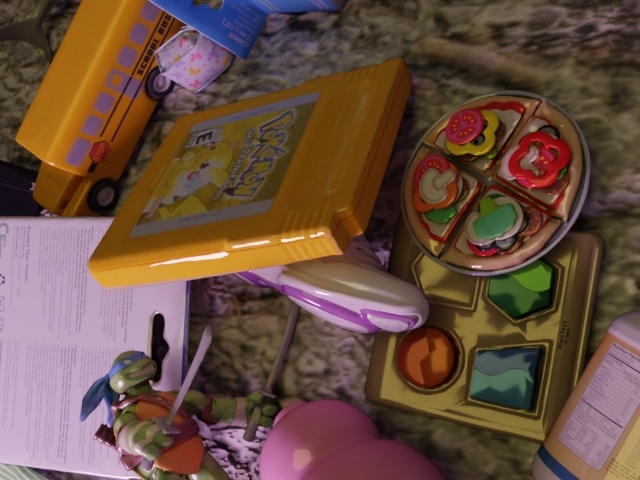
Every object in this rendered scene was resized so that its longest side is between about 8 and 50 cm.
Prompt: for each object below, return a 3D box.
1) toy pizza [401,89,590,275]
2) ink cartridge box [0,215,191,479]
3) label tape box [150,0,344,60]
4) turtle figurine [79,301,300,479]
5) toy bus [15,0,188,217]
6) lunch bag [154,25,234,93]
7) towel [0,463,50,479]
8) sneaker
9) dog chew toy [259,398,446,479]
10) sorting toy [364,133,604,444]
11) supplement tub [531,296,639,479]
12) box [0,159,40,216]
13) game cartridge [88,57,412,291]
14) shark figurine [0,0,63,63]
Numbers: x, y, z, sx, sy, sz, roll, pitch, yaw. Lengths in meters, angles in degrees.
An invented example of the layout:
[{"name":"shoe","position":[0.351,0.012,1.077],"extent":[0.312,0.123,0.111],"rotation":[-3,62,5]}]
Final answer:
[{"name":"toy pizza","position":[0.169,-0.064,0.808],"extent":[0.201,0.032,0.201],"rotation":[-11,67,29]},{"name":"ink cartridge box","position":[-0.302,0.132,1.034],"extent":[0.330,0.071,0.324],"rotation":[1,86,19]},{"name":"label tape box","position":[-0.039,-0.382,0.902],"extent":[0.115,0.249,0.348],"rotation":[34,98,32]},{"name":"turtle figurine","position":[-0.112,0.222,0.845],"extent":[0.274,0.198,0.266],"rotation":[-21,86,0]},{"name":"toy bus","position":[-0.305,-0.191,1.091],"extent":[0.108,0.130,0.333],"rotation":[32,97,32]},{"name":"lunch bag","position":[-0.164,-0.245,1.054],"extent":[0.083,0.071,0.053],"rotation":[-32,61,24]},{"name":"towel","position":[-0.381,0.446,1.046],"extent":[0.325,0.038,0.248],"rotation":[22,91,28]},{"name":"sneaker","position":[0.000,0.000,0.865],"extent":[0.305,0.114,0.152],"rotation":[23,80,40]},{"name":"dog chew toy","position":[0.053,0.285,0.745],"extent":[0.206,0.206,0.332],"rotation":[-50,53,12]},{"name":"sorting toy","position":[0.165,0.035,0.815],"extent":[0.229,0.041,0.307],"rotation":[8,84,32]},{"name":"supplement tub","position":[0.283,0.149,0.661],"extent":[0.144,0.144,0.200],"rotation":[32,96,32]},{"name":"box","position":[-0.605,0.000,1.106],"extent":[0.179,0.343,0.312],"rotation":[16,88,33]},{"name":"game cartridge","position":[-0.074,-0.077,0.891],"extent":[0.323,0.053,0.285],"rotation":[-11,40,30]},{"name":"shark figurine","position":[-0.380,-0.395,1.192],"extent":[0.278,0.116,0.166],"rotation":[-17,70,25]}]
